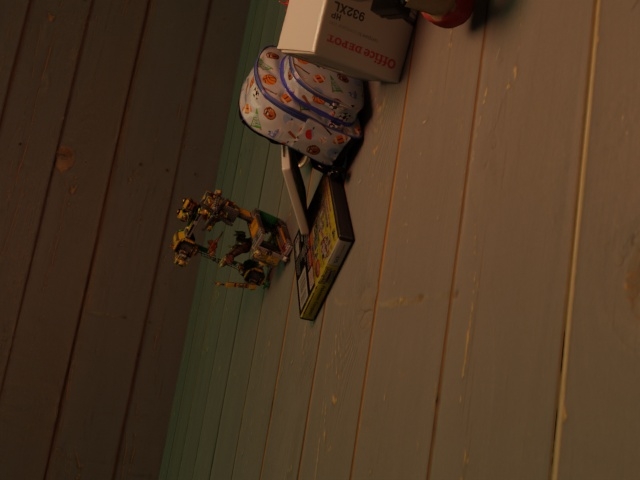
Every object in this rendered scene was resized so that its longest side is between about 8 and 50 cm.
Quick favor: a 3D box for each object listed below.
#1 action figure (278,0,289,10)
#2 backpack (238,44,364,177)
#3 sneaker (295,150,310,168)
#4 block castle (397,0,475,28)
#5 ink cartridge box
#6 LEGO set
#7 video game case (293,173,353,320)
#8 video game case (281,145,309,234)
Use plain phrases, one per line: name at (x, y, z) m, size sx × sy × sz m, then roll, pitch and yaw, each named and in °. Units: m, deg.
action figure at (0.021, -0.564, 1.662) m, size 0.280 × 0.139 × 0.091 m, roll -53°, pitch 25°, yaw 8°
backpack at (-0.039, -0.309, 1.620) m, size 0.276 × 0.263 × 0.213 m, roll -95°, pitch 24°, yaw -47°
sneaker at (-0.036, -0.328, 1.889) m, size 0.169 × 0.108 × 0.292 m, roll -98°, pitch 16°, yaw -59°
block castle at (0.088, -0.565, 1.167) m, size 0.453 × 0.213 × 0.303 m, roll 36°, pitch 115°, yaw 24°
ink cartridge box at (0.074, -0.479, 1.412) m, size 0.129 × 0.223 × 0.307 m, roll 23°, pitch 101°, yaw 51°
LEGO set at (-0.232, 0.022, 1.977) m, size 0.255 × 0.331 × 0.192 m, roll -50°, pitch 27°, yaw 14°
video game case at (0.000, 0.000, 1.666) m, size 0.275 × 0.035 × 0.248 m, roll -98°, pitch 26°, yaw -50°
video game case at (-0.059, -0.138, 1.701) m, size 0.173 × 0.022 × 0.190 m, roll -95°, pitch -8°, yaw -50°
